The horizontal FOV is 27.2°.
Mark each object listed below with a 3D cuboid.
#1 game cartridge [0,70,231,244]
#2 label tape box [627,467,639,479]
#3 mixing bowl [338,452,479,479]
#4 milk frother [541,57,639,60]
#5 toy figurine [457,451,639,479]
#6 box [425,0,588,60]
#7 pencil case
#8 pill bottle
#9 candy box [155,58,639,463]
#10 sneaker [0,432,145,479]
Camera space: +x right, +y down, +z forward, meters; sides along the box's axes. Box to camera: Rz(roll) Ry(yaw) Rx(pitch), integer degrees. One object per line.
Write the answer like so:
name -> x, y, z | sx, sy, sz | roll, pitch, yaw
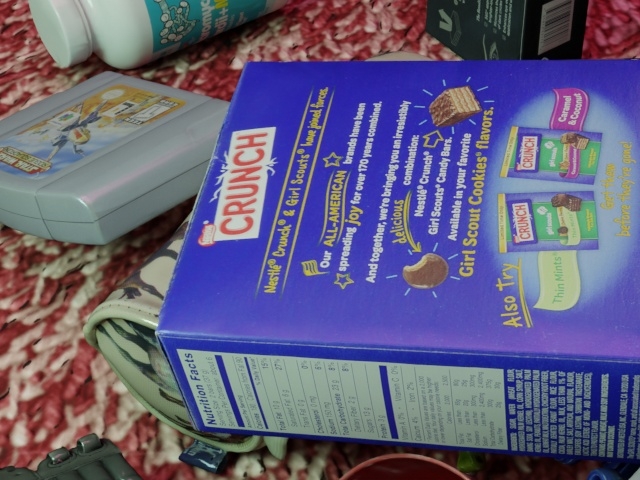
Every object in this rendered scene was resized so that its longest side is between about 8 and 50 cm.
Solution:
game cartridge -> -0.208, -0.079, 1.190 | 0.198, 0.062, 0.297 | -27, 27, -28
label tape box -> 0.214, 0.264, 0.688 | 0.347, 0.249, 0.115 | -36, 14, -28
mixing bowl -> 0.086, 0.231, 0.873 | 0.098, 0.181, 0.181 | 7, 27, -49
milk frother -> 0.282, -0.138, 1.236 | 0.134, 0.143, 0.129 | -2, 51, -3
toy figurine -> 0.245, 0.170, 0.964 | 0.217, 0.191, 0.362 | 12, 41, -27
box -> 0.190, -0.258, 1.354 | 0.093, 0.156, 0.158 | -27, 49, -23
pencil case -> 0.000, 0.000, 1.098 | 0.183, 0.160, 0.410 | 37, 54, 8
pill bottle -> -0.168, -0.271, 1.393 | 0.264, 0.146, 0.146 | -27, 49, -22
candy box -> 0.081, 0.003, 0.880 | 0.317, 0.122, 0.268 | 3, 47, 12
sneaker -> -0.232, 0.189, 0.962 | 0.295, 0.104, 0.147 | 28, 50, 20
